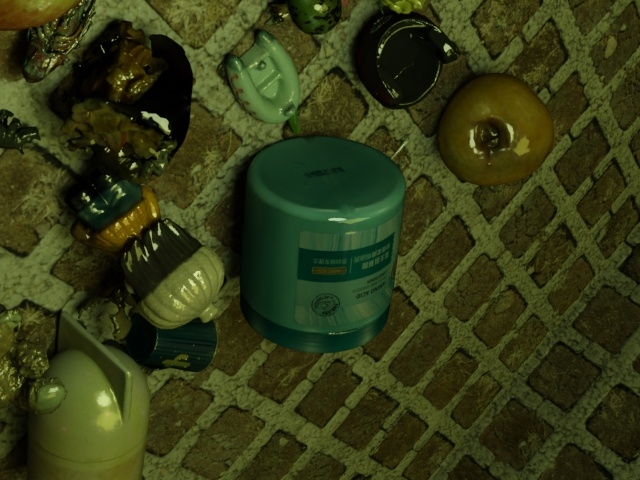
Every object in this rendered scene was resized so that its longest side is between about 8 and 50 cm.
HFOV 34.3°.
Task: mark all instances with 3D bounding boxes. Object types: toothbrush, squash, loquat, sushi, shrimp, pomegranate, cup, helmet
[{"bbox_3d":[0.168,-0.189,2.445,0.131,0.013,0.011,-53,154,0],"label":"toothbrush"},{"bbox_3d":[-0.056,-0.253,2.142,0.027,0.027,0.089,-34,143,-22],"label":"squash"},{"bbox_3d":[0.414,-0.263,2.455,0.275,0.275,0.275,-28,137,-29],"label":"loquat"},{"bbox_3d":[-0.321,-0.235,1.745,0.200,0.204,0.213,29,132,-28],"label":"sushi"},{"bbox_3d":[-0.411,-0.354,1.645,0.090,0.079,0.233,29,97,-15],"label":"shrimp"},{"bbox_3d":[-0.033,-0.440,1.950,0.161,0.122,0.122,-18,140,4],"label":"pomegranate"},{"bbox_3d":[-0.329,0.219,2.186,0.155,0.131,0.176,14,135,-46],"label":"cup"},{"bbox_3d":[0.168,-0.372,2.137,0.189,0.193,0.216,-39,142,-6],"label":"helmet"}]

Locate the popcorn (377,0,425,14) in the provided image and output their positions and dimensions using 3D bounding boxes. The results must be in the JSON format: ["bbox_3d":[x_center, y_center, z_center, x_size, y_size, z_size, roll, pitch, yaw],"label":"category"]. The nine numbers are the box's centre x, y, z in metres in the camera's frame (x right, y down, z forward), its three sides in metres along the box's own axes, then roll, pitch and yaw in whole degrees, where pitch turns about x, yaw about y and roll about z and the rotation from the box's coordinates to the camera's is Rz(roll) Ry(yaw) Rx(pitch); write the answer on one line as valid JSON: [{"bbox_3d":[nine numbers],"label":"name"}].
[{"bbox_3d":[0.162,-0.522,2.037,0.142,0.173,0.173,-10,142,12],"label":"popcorn"}]

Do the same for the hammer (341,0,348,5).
[{"bbox_3d":[0.042,-0.499,2.027,0.043,0.043,0.083,-18,131,-37],"label":"hammer"}]

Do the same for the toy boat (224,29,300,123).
[{"bbox_3d":[-0.101,-0.306,2.011,0.134,0.079,0.207,-44,141,-15],"label":"toy boat"}]

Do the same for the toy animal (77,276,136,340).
[{"bbox_3d":[-0.362,0.105,2.061,0.214,0.094,0.186,14,106,-47],"label":"toy animal"}]

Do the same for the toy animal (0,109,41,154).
[{"bbox_3d":[-0.518,-0.179,1.700,0.136,0.047,0.065,9,119,-51],"label":"toy animal"}]

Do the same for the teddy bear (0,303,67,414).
[{"bbox_3d":[-0.603,0.208,1.847,0.267,0.156,0.256,-9,138,-5],"label":"teddy bear"}]

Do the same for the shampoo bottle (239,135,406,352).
[{"bbox_3d":[0.000,0.000,2.164,0.331,0.331,0.342,-22,133,-34],"label":"shampoo bottle"}]

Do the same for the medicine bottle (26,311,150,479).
[{"bbox_3d":[-0.458,0.355,2.052,0.236,0.236,0.406,-16,132,-38],"label":"medicine bottle"}]

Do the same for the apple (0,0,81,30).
[{"bbox_3d":[-0.434,-0.438,1.427,0.309,0.250,0.277,-45,133,-44],"label":"apple"}]

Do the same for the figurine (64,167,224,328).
[{"bbox_3d":[-0.314,0.020,1.885,0.185,0.204,0.332,-41,125,-9],"label":"figurine"}]
